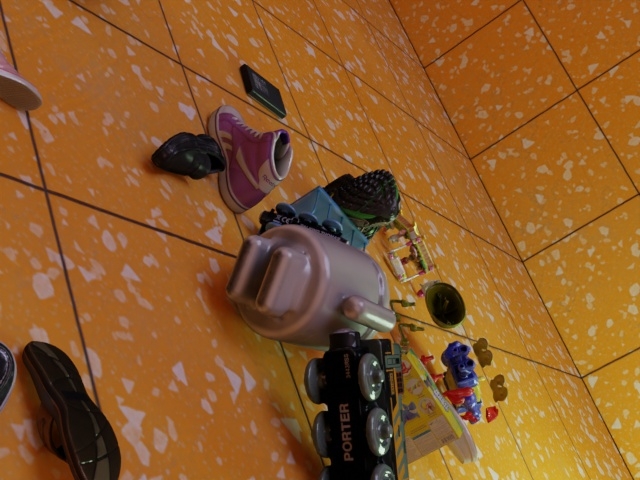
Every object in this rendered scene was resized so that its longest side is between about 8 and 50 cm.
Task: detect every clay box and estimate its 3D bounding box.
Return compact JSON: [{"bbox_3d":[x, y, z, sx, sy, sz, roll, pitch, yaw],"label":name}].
[{"bbox_3d":[0.166,0.313,1.836,0.222,0.127,0.053,58,21,3],"label":"clay box"}]

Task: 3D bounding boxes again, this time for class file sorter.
[{"bbox_3d":[0.000,0.000,1.938,0.170,0.118,0.104,48,27,-22],"label":"file sorter"}]

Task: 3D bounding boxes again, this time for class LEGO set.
[{"bbox_3d":[0.204,0.017,2.415,0.287,0.107,0.132,61,-13,23],"label":"LEGO set"}]

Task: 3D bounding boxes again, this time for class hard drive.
[{"bbox_3d":[-0.137,-0.360,2.269,0.135,0.022,0.094,31,33,-47],"label":"hard drive"}]

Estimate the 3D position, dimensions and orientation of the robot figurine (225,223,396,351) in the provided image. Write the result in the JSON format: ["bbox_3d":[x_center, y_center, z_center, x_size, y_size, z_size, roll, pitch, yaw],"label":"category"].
[{"bbox_3d":[-0.011,0.090,1.656,0.300,0.199,0.353,24,2,38],"label":"robot figurine"}]

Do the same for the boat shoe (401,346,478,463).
[{"bbox_3d":[0.216,0.357,1.938,0.277,0.096,0.098,54,-18,16],"label":"boat shoe"}]

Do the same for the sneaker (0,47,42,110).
[{"bbox_3d":[-0.468,-0.250,1.383,0.134,0.051,0.070,31,38,-39],"label":"sneaker"}]

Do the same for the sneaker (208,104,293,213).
[{"bbox_3d":[-0.129,-0.195,1.878,0.102,0.161,0.282,32,31,-44],"label":"sneaker"}]

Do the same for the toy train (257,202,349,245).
[{"bbox_3d":[-0.035,-0.003,1.822,0.184,0.105,0.080,19,54,8],"label":"toy train"}]

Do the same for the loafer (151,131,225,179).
[{"bbox_3d":[-0.233,-0.150,1.706,0.078,0.076,0.223,51,17,6],"label":"loafer"}]

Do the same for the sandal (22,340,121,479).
[{"bbox_3d":[-0.302,0.212,1.097,0.219,0.060,0.090,51,11,27],"label":"sandal"}]

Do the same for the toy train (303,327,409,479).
[{"bbox_3d":[0.074,0.311,1.547,0.190,0.142,0.333,9,73,-62],"label":"toy train"}]

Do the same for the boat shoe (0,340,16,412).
[{"bbox_3d":[-0.382,0.160,0.927,0.108,0.102,0.301,56,22,-1],"label":"boat shoe"}]

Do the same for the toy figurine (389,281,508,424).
[{"bbox_3d":[0.292,0.305,2.171,0.217,0.191,0.362,77,-6,-53],"label":"toy figurine"}]

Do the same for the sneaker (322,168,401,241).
[{"bbox_3d":[0.100,-0.067,2.061,0.146,0.134,0.343,57,-12,-12],"label":"sneaker"}]
